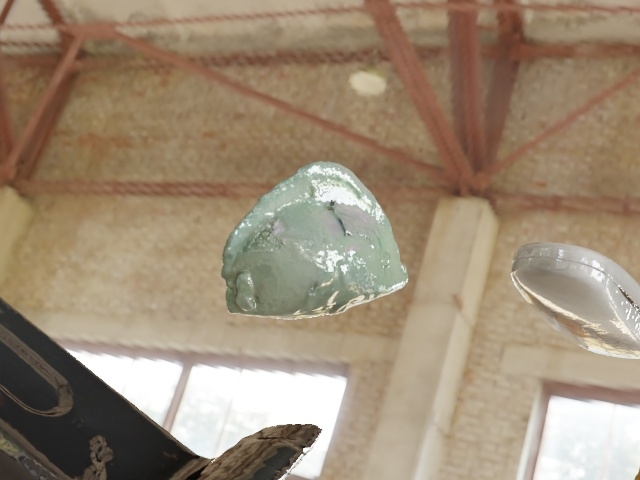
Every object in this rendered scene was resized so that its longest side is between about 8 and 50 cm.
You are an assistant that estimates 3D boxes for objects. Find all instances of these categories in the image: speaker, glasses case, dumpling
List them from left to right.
[{"bbox_3d":[-0.217,0.097,0.883,0.388,0.180,0.184,35,-66,8],"label":"speaker"},{"bbox_3d":[0.003,0.011,1.378,0.217,0.105,0.149,0,-48,-32],"label":"dumpling"},{"bbox_3d":[0.246,0.057,1.260,0.092,0.059,0.233,5,-18,30],"label":"glasses case"}]

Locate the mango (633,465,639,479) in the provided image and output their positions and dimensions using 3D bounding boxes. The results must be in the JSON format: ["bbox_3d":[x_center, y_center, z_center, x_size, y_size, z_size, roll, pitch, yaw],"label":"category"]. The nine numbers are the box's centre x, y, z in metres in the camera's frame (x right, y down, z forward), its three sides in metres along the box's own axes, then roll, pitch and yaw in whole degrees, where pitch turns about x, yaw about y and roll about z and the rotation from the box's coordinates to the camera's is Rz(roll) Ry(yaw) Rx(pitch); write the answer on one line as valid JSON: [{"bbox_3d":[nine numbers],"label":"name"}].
[{"bbox_3d":[0.217,0.104,0.466,0.199,0.201,0.350,52,-21,-2],"label":"mango"}]
